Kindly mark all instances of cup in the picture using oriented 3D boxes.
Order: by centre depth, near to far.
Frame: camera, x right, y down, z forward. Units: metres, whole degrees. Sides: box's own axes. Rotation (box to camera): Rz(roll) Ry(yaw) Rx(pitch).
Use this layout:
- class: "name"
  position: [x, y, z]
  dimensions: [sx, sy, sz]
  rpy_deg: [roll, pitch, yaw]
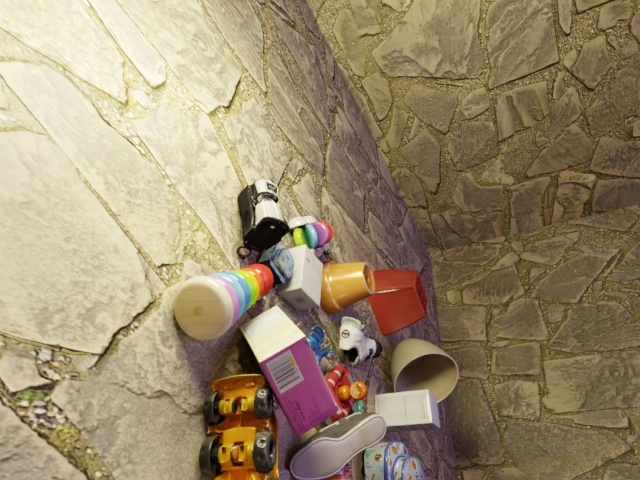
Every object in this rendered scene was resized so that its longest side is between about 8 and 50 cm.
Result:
- class: "cup"
  position: [0.487, 0.633, 2.061]
  dimensions: [0.331, 0.330, 0.237]
  rpy_deg: [63, 0, -24]

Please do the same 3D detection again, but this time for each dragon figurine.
- class: "dragon figurine"
  position: [-0.037, 0.325, 1.303]
  dimensions: [0.144, 0.085, 0.289]
  rpy_deg: [-77, 148, -51]

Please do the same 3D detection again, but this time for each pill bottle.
- class: "pill bottle"
  position: [0.044, 0.669, 1.273]
  dimensions: [0.086, 0.086, 0.152]
  rpy_deg: [39, 41, -53]

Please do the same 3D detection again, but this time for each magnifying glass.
- class: "magnifying glass"
  position: [0.152, 0.693, 1.577]
  dimensions: [0.092, 0.026, 0.231]
  rpy_deg: [-32, 106, -66]

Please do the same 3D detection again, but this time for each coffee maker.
- class: "coffee maker"
  position: [-0.185, -0.068, 1.174]
  dimensions: [0.120, 0.171, 0.178]
  rpy_deg: [57, 11, -48]

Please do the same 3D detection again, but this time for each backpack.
- class: "backpack"
  position: [-0.131, 0.067, 1.261]
  dimensions: [0.114, 0.084, 0.105]
  rpy_deg: [-80, 148, -49]
- class: "backpack"
  position: [0.260, 0.875, 1.491]
  dimensions: [0.276, 0.213, 0.264]
  rpy_deg: [39, 35, -52]

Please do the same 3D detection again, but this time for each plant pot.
- class: "plant pot"
  position: [0.103, 0.167, 1.585]
  dimensions: [0.205, 0.187, 0.205]
  rpy_deg: [44, 38, -49]
- class: "plant pot"
  position: [0.415, 0.300, 2.136]
  dimensions: [0.267, 0.235, 0.267]
  rpy_deg: [67, 25, -16]

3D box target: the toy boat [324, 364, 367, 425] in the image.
- class: "toy boat"
  position: [0.085, 0.514, 1.369]
  dimensions: [0.151, 0.151, 0.231]
  rpy_deg: [67, 24, -3]

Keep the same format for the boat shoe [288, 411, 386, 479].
- class: "boat shoe"
  position: [0.045, 0.604, 1.212]
  dimensions: [0.335, 0.095, 0.112]
  rpy_deg: [-11, 85, -30]

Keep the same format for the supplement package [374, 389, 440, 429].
- class: "supplement package"
  position: [0.373, 0.739, 1.762]
  dimensions: [0.134, 0.243, 0.139]
  rpy_deg: [48, 36, -46]

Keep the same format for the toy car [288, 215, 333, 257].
- class: "toy car"
  position: [-0.025, -0.016, 1.479]
  dimensions: [0.182, 0.136, 0.159]
  rpy_deg: [-13, 88, -66]

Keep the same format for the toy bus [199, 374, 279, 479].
- class: "toy bus"
  position: [-0.156, 0.435, 0.927]
  dimensions: [0.211, 0.149, 0.221]
  rpy_deg: [61, 21, -59]

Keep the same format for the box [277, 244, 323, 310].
- class: "box"
  position: [-0.064, 0.125, 1.363]
  dimensions: [0.130, 0.090, 0.171]
  rpy_deg: [51, 33, -42]

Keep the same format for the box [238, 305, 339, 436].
- class: "box"
  position: [-0.087, 0.310, 1.012]
  dimensions: [0.214, 0.117, 0.243]
  rpy_deg: [68, -16, -16]

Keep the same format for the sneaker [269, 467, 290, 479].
- class: "sneaker"
  position: [-0.113, 0.633, 0.941]
  dimensions: [0.088, 0.092, 0.225]
  rpy_deg: [68, 24, -15]

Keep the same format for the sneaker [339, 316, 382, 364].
- class: "sneaker"
  position: [0.148, 0.436, 1.642]
  dimensions: [0.330, 0.122, 0.146]
  rpy_deg: [49, 52, -46]

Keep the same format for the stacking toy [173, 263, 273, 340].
- class: "stacking toy"
  position: [-0.213, 0.127, 1.016]
  dimensions: [0.330, 0.141, 0.141]
  rpy_deg: [-26, 100, -73]

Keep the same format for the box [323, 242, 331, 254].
- class: "box"
  position: [0.000, 0.000, 1.661]
  dimensions: [0.137, 0.027, 0.094]
  rpy_deg: [27, 53, -60]
